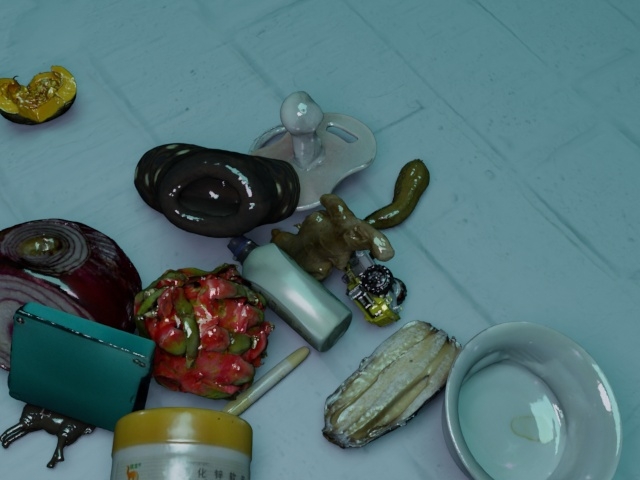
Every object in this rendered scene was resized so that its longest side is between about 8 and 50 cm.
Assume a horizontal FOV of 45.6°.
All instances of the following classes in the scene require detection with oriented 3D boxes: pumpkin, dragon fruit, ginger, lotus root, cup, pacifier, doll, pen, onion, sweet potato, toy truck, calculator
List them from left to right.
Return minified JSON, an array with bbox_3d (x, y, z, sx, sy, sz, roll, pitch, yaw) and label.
[{"bbox_3d":[-0.649,-0.319,1.728,0.183,0.107,0.119,-16,70,-25],"label":"pumpkin"},{"bbox_3d":[-0.496,0.084,1.421,0.336,0.282,0.260,7,39,7],"label":"onion"},{"bbox_3d":[-0.484,0.330,1.402,0.139,0.057,0.165,22,51,7],"label":"doll"},{"bbox_3d":[-0.411,0.219,1.304,0.248,0.274,0.058,18,43,-3],"label":"calculator"},{"bbox_3d":[-0.219,0.164,1.397,0.237,0.303,0.231,-7,49,24],"label":"dragon fruit"},{"bbox_3d":[-0.111,0.279,1.488,0.233,0.040,0.032,-38,58,-25],"label":"pen"},{"bbox_3d":[-0.028,-0.195,1.680,0.332,0.273,0.220,-40,92,-25],"label":"pacifier"},{"bbox_3d":[-0.001,0.001,1.535,0.080,0.333,0.166,-21,90,-39],"label":"ginger"},{"bbox_3d":[0.079,0.050,1.599,0.111,0.136,0.286,-35,62,7],"label":"toy truck"},{"bbox_3d":[0.142,0.299,1.495,0.329,0.078,0.167,-36,50,-23],"label":"lotus root"},{"bbox_3d":[0.182,-0.093,1.735,0.081,0.062,0.233,26,62,25],"label":"sweet potato"},{"bbox_3d":[0.369,0.341,1.432,0.347,0.163,0.347,6,64,-12],"label":"cup"}]

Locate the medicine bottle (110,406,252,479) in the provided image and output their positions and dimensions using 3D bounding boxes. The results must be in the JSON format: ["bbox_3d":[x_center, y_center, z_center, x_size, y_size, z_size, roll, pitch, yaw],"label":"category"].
[{"bbox_3d":[-0.234,0.421,1.274,0.238,0.238,0.232,2,61,-6],"label":"medicine bottle"}]

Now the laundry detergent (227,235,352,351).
[{"bbox_3d":[-0.070,0.094,1.506,0.280,0.215,0.105,39,82,12],"label":"laundry detergent"}]

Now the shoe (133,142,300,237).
[{"bbox_3d":[-0.251,-0.104,1.533,0.384,0.171,0.237,10,13,23],"label":"shoe"}]
